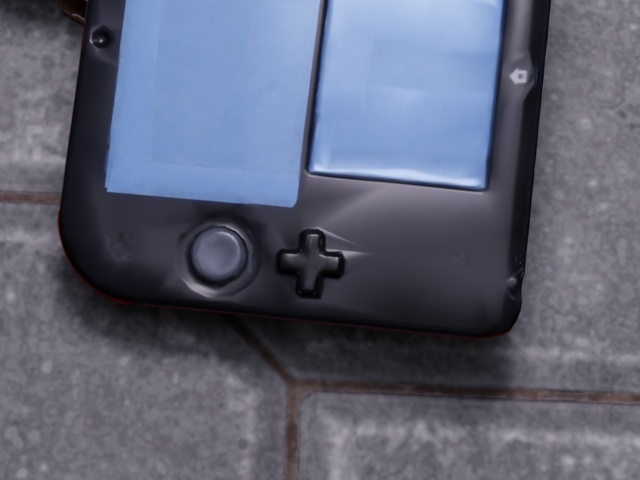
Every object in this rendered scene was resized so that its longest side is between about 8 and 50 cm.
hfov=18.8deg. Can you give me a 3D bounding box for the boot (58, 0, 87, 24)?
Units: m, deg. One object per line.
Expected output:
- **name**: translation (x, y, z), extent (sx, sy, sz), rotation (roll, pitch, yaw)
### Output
- **boot**: translation (-0.216, -0.311, 1.534), extent (0.283, 0.109, 0.220), rotation (34, 74, -10)

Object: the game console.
- **game console**: translation (-0.007, -0.131, 1.422), extent (0.342, 0.060, 0.386), rotation (5, 82, 10)
